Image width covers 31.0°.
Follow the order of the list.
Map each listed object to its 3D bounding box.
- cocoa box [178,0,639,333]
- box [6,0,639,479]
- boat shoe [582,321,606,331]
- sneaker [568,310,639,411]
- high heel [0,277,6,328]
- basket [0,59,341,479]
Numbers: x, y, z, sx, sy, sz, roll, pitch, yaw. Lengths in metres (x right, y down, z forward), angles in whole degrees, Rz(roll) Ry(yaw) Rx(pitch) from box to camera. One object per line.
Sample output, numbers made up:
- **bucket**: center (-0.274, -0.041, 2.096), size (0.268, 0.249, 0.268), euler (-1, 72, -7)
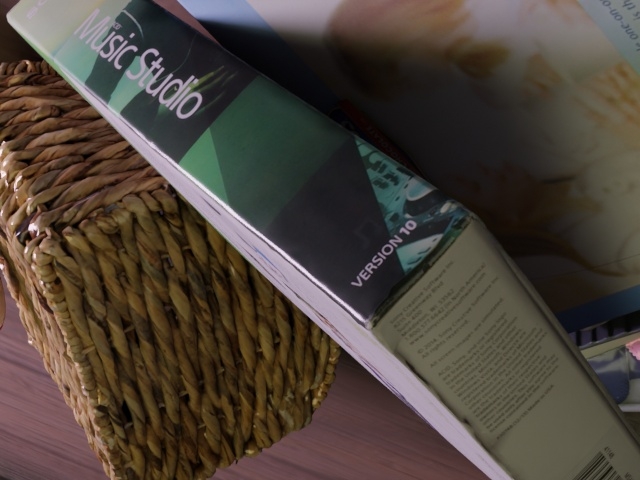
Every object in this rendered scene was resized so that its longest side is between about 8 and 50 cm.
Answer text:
- **cocoa box**: center (0.092, -0.163, 0.505), size (0.347, 0.228, 0.231), euler (45, 136, -18)
- **box**: center (0.000, 0.000, 0.541), size (0.322, 0.058, 0.232), euler (37, 172, 45)
- **boat shoe**: center (0.212, -0.027, 0.633), size (0.223, 0.080, 0.073), euler (-36, 109, 22)
- **sneaker**: center (0.268, 0.045, 0.686), size (0.319, 0.112, 0.131), euler (-8, 143, 38)
- **high heel**: center (-0.345, 0.002, 0.894), size (0.244, 0.082, 0.117), euler (44, 129, 1)
- **basket**: center (-0.120, 0.006, 0.857), size (0.223, 0.213, 0.299), euler (48, 156, 41)
